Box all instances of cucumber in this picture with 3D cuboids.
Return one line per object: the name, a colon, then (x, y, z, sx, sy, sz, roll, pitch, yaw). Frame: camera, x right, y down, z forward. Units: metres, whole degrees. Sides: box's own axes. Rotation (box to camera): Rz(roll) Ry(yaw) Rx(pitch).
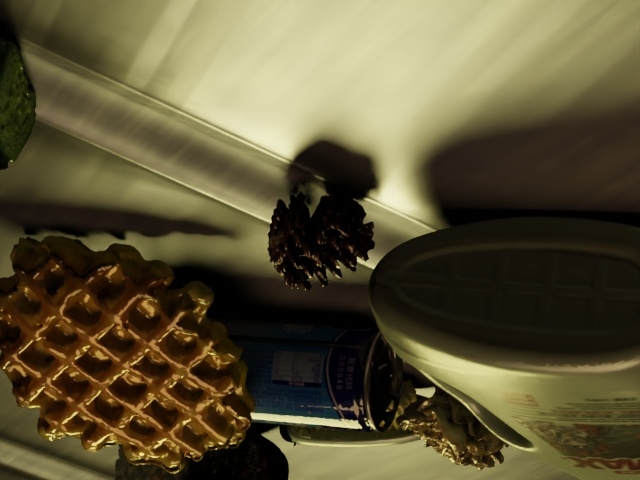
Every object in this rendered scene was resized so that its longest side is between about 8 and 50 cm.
cucumber: (-0.280, -0.114, 1.326, 0.193, 0.086, 0.115, 28, 155, -18)

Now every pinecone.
pinecone: (0.000, 0.000, 1.448, 0.083, 0.077, 0.077, -3, 154, 10)

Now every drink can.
drink can: (-0.051, 0.118, 1.714, 0.235, 0.097, 0.097, 2, 155, 21)

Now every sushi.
sushi: (-0.139, 0.260, 2.041, 0.126, 0.136, 0.225, 16, 154, -29)

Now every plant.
plant: (0.126, 0.139, 1.687, 0.104, 0.122, 0.116, 19, -171, -25)

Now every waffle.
waffle: (-0.174, 0.105, 1.669, 0.238, 0.059, 0.243, 2, 124, 18)

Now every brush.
brush: (0.092, 0.154, 1.786, 0.297, 0.068, 0.060, -2, 132, 22)

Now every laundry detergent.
laundry detergent: (0.214, 0.117, 1.542, 0.264, 0.124, 0.398, 2, 156, 24)
